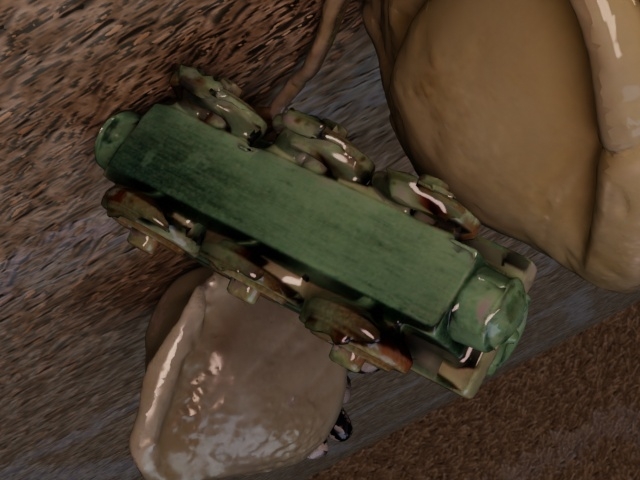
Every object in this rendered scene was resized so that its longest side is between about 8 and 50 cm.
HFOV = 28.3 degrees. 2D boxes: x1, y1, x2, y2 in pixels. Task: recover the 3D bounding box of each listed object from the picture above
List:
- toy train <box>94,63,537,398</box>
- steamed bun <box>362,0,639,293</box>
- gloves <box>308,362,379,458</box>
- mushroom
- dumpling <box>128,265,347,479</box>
[{"bbox_3d":[0.000,0.000,0.514,0.081,0.194,0.125,-62,153,-4],"label":"toy train"},{"bbox_3d":[0.166,-0.086,0.454,0.289,0.203,0.276,-28,166,5],"label":"steamed bun"},{"bbox_3d":[-0.024,0.103,1.020,0.127,0.111,0.212,-54,162,0],"label":"gloves"},{"bbox_3d":[0.011,-0.107,0.477,0.026,0.028,0.286,20,152,-8],"label":"mushroom"},{"bbox_3d":[-0.044,0.060,0.797,0.216,0.126,0.166,-11,121,-38],"label":"dumpling"}]
